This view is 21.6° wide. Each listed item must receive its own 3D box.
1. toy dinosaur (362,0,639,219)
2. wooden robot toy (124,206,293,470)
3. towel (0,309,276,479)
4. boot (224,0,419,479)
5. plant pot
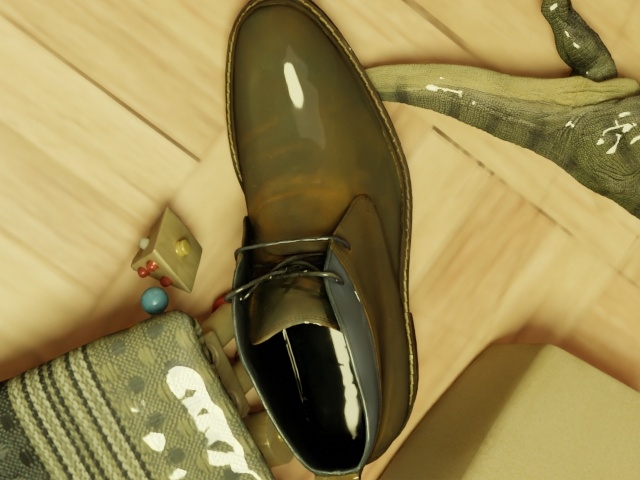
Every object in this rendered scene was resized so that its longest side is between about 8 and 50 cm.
[{"bbox_3d":[0.141,-0.071,0.792,0.268,0.064,0.118,20,99,-10],"label":"toy dinosaur"},{"bbox_3d":[-0.066,0.074,0.776,0.079,0.076,0.173,-17,103,27],"label":"wooden robot toy"},{"bbox_3d":[-0.119,0.228,0.747,0.312,0.056,0.324,-26,98,6],"label":"towel"},{"bbox_3d":[0.000,0.000,0.738,0.082,0.106,0.219,-12,100,9],"label":"boot"},{"bbox_3d":[0.103,0.106,0.786,0.109,0.109,0.096,28,78,-14],"label":"plant pot"}]
